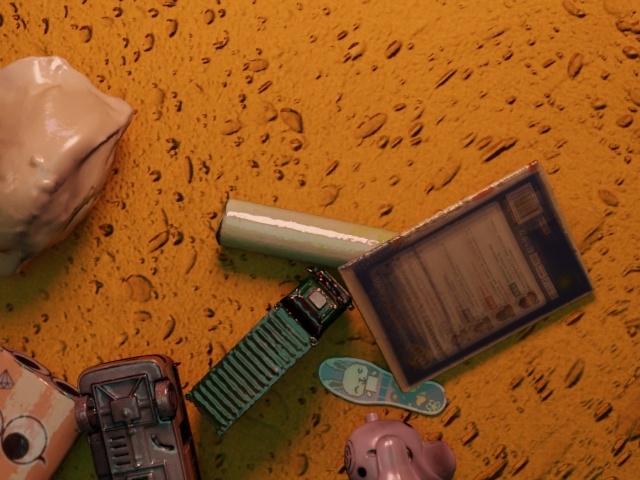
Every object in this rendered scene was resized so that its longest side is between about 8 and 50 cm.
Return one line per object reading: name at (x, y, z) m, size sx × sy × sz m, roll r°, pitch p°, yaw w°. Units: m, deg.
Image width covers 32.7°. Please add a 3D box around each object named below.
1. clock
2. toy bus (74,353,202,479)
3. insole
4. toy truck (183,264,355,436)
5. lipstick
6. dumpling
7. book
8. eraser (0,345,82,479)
clock at (0.107, 0.367, 1.527) m, size 0.188 × 0.189 × 0.254 m, roll -7°, pitch 71°, yaw 2°
toy bus at (-0.241, 0.300, 1.526) m, size 0.139 × 0.157 × 0.290 m, roll -13°, pitch 94°, yaw 3°
insole at (0.091, 0.216, 1.602) m, size 0.197 × 0.004 × 0.065 m, roll 15°, pitch 87°, yaw 3°
toy truck at (-0.069, 0.151, 1.548) m, size 0.088 × 0.121 × 0.259 m, roll 45°, pitch 93°, yaw 3°
lipstick at (0.000, 0.000, 1.583) m, size 0.304 × 0.076 × 0.076 m, roll 11°, pitch 87°, yaw 3°
dumpling at (-0.424, -0.113, 1.547) m, size 0.243 × 0.187 × 0.318 m, roll 41°, pitch 92°, yaw 0°
book at (0.211, 0.054, 1.553) m, size 0.322 × 0.018 × 0.228 m, roll -27°, pitch 111°, yaw -1°
eraser at (-0.468, 0.319, 1.575) m, size 0.171 × 0.087 × 0.291 m, roll 33°, pitch 88°, yaw 5°
